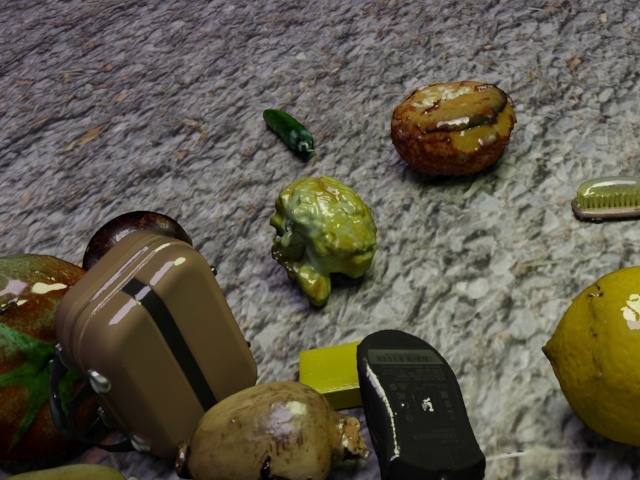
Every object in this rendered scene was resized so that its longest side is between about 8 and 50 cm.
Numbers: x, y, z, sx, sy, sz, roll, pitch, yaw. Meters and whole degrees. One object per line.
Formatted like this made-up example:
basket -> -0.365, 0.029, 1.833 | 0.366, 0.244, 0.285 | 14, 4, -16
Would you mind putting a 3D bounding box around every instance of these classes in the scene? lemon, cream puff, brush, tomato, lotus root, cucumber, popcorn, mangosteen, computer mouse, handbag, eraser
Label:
lemon -> 0.425, 0.142, 1.107 | 0.253, 0.228, 0.228 | -8, 36, -7
cream puff -> 0.254, -0.209, 1.676 | 0.240, 0.164, 0.240 | -11, 21, 4
brush -> 0.585, -0.080, 1.490 | 0.312, 0.067, 0.072 | -2, 37, 11
tomato -> -0.440, 0.168, 1.309 | 0.303, 0.304, 0.239 | -38, 27, -30
lotus root -> -0.070, 0.265, 1.164 | 0.256, 0.140, 0.154 | -14, 30, 8
cucumber -> -0.061, -0.232, 1.886 | 0.056, 0.056, 0.250 | -23, 36, -14
popcorn -> 0.000, 0.000, 1.472 | 0.197, 0.198, 0.213 | 15, 78, 32
mangosteen -> -0.288, 0.058, 1.471 | 0.192, 0.192, 0.217 | -31, 55, -24
computer mouse -> 0.124, 0.242, 1.179 | 0.147, 0.088, 0.264 | 4, 40, -18
handbag -> -0.243, 0.169, 1.214 | 0.149, 0.302, 0.283 | 25, 56, 39
eraser -> 0.030, 0.200, 1.297 | 0.122, 0.045, 0.097 | -11, 37, 4

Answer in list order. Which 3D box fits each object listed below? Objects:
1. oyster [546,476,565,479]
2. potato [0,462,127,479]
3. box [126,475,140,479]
oyster -> 0.297, 0.340, 1.054 | 0.098, 0.037, 0.100 | 2, 56, 48
potato -> -0.344, 0.364, 1.101 | 0.251, 0.159, 0.174 | -18, 60, -22
box -> -0.195, 0.387, 0.965 | 0.086, 0.225, 0.129 | 19, 46, 35
